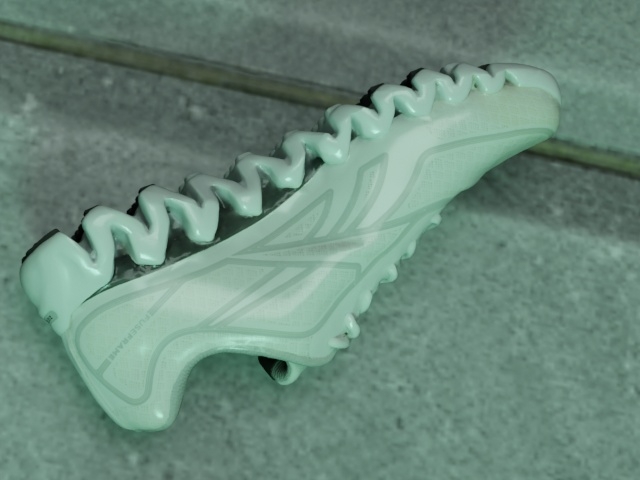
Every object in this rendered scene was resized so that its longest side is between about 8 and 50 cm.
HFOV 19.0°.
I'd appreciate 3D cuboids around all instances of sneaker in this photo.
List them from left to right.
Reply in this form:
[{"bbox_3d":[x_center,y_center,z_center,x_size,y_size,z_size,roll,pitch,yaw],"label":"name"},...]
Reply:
[{"bbox_3d":[0.000,0.000,0.975,0.292,0.110,0.118,-25,83,-11],"label":"sneaker"}]
